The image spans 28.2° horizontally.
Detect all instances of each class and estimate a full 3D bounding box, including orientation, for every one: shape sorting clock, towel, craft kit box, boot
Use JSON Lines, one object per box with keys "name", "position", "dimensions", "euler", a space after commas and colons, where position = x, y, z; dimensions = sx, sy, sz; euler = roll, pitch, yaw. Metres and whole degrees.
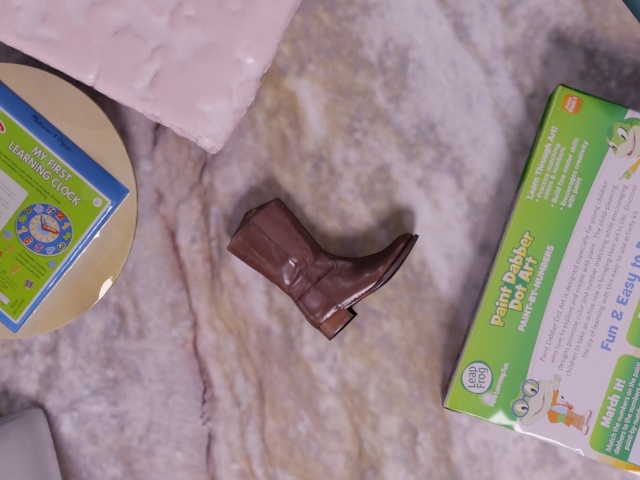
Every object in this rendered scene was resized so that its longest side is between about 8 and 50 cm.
{"name": "shape sorting clock", "position": [-0.236, -0.029, 0.951], "dimensions": [0.206, 0.040, 0.206], "euler": [1, 98, 10]}
{"name": "towel", "position": [-0.136, -0.277, 0.950], "dimensions": [0.317, 0.053, 0.331], "euler": [27, 89, 5]}
{"name": "craft kit box", "position": [0.243, 0.045, 0.918], "dimensions": [0.247, 0.061, 0.249], "euler": [20, 89, 1]}
{"name": "boot", "position": [0.000, 0.000, 0.943], "dimensions": [0.114, 0.037, 0.106], "euler": [44, 88, 8]}

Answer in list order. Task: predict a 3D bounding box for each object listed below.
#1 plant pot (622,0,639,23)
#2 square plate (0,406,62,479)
{"name": "plant pot", "position": [0.290, -0.228, 0.835], "dimensions": [0.166, 0.234, 0.165], "euler": [-36, 87, 0]}
{"name": "square plate", "position": [-0.314, 0.314, 0.857], "dimensions": [0.344, 0.049, 0.347], "euler": [-24, 56, 1]}
